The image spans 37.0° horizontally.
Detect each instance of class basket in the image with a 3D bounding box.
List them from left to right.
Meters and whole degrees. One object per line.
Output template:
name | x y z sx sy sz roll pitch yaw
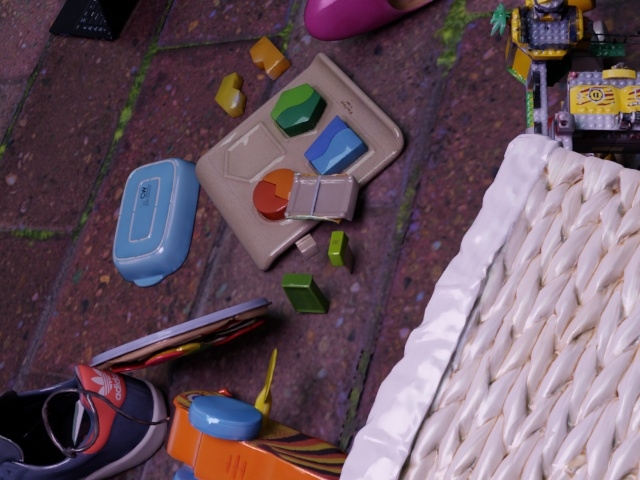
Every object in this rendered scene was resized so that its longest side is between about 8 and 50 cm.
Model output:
basket | 0.218 0.164 0.632 0.266 0.328 0.331 21 76 37

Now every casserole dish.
casserole dish | -0.215 -0.032 1.225 0.114 0.037 0.188 -11 57 28

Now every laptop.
laptop | -0.327 -0.441 1.471 0.264 0.136 0.234 15 73 38

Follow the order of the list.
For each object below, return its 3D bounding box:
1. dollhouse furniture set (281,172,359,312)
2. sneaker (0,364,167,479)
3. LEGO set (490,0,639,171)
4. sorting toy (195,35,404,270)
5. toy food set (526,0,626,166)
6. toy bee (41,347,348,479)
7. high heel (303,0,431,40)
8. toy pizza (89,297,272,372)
dollhouse furniture set | 0.000 0.000 1.053 0.076 0.058 0.151 0 58 20
sneaker | -0.346 0.249 1.072 0.350 0.148 0.131 -38 49 9
LEGO set | 0.294 -0.119 0.749 0.331 0.192 0.254 10 76 8
sorting toy | -0.059 -0.132 1.175 0.229 0.041 0.307 -43 49 5
toy food set | 0.231 -0.139 0.936 0.105 0.111 0.232 -13 69 28
toy bee | -0.091 0.186 0.952 0.298 0.162 0.195 37 104 11
high heel | 0.156 -0.330 1.085 0.377 0.127 0.181 -38 39 5
toy pizza | -0.143 0.107 1.010 0.201 0.201 0.032 -21 86 22
